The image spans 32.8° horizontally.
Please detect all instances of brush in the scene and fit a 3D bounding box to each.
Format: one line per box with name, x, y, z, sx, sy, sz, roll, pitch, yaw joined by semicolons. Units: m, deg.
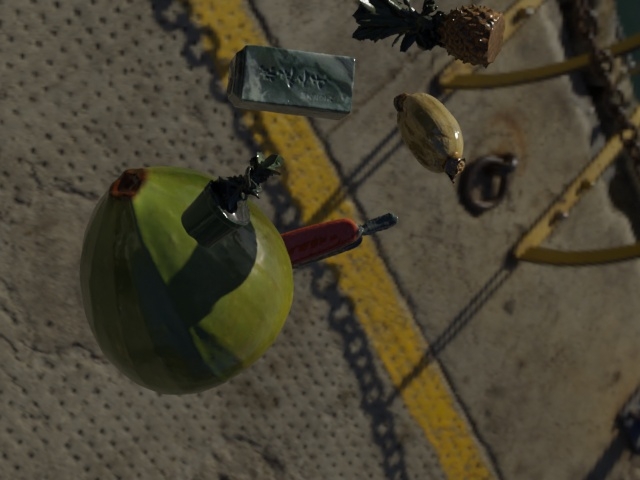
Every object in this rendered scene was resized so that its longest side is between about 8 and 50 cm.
brush;0.000;0.000;2.179;0.323;0.051;0.070;-18;76;4

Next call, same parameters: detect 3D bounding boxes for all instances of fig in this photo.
fig;-0.197;0.038;1.478;0.316;0.316;0.316;-9;104;-37

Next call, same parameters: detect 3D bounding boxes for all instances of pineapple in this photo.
pineapple;0.203;-0.399;2.051;0.119;0.277;0.130;-54;153;-38

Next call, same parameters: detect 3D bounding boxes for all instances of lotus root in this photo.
lotus root;0.140;-0.132;1.356;0.062;0.150;0.073;-5;139;-35

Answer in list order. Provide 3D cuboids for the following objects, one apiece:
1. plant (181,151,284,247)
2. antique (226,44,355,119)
plant;-0.072;-0.039;0.931;0.102;0.051;0.051;-41;131;20
antique;-0.047;-0.238;1.641;0.183;0.086;0.088;5;88;-11
